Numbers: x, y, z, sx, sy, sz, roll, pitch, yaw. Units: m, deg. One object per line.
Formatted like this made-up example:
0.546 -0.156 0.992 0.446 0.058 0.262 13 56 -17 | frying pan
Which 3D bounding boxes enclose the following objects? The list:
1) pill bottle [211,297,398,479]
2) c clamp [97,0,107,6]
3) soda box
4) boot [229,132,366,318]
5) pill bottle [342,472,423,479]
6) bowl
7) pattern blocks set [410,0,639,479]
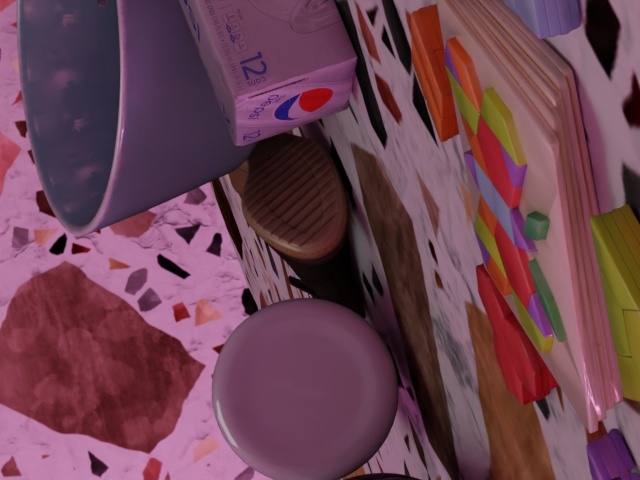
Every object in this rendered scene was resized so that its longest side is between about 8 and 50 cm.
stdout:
-0.008 0.135 1.497 0.265 0.153 0.153 73 176 -82 | pill bottle
-0.122 -0.213 1.178 0.160 0.022 0.137 -143 49 -58 | c clamp
-0.066 -0.219 1.210 0.098 0.091 0.286 96 154 -72 | soda box
0.000 0.000 1.513 0.207 0.090 0.248 57 178 -35 | boot
0.059 0.257 1.246 0.301 0.169 0.169 128 122 -83 | pill bottle
-0.136 -0.165 1.423 0.311 0.163 0.311 175 90 -67 | bowl
0.091 -0.019 0.767 0.285 0.026 0.325 -124 16 -65 | pattern blocks set
